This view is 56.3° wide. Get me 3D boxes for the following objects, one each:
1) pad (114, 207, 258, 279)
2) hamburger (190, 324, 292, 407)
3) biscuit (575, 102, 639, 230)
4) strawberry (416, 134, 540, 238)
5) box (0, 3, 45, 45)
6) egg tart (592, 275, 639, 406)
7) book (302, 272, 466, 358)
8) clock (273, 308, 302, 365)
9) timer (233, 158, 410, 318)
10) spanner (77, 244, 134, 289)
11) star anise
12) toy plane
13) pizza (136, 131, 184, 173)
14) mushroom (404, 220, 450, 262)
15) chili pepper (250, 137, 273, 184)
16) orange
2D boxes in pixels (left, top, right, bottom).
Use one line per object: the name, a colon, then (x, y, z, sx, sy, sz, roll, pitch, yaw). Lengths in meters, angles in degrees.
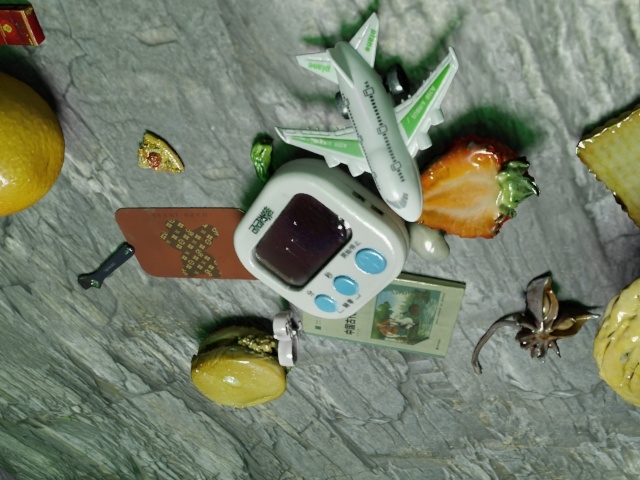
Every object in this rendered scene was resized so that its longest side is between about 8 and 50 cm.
pad: (-0.233, 0.009, 1.090, 0.267, 0.004, 0.181, 0, 133, 16)
hamburger: (-0.155, 0.251, 1.223, 0.215, 0.122, 0.189, -31, 123, 34)
biscuit: (0.467, -0.088, 0.772, 0.172, 0.029, 0.254, -31, 120, 36)
strawberry: (0.206, -0.074, 0.812, 0.140, 0.085, 0.192, 46, 138, 10)
box: (-0.433, -0.300, 0.832, 0.082, 0.023, 0.051, 6, 136, 11)
egg tart: (0.579, 0.088, 0.786, 0.444, 0.178, 0.443, 3, 139, 3)
book: (0.106, 0.128, 1.093, 0.283, 0.025, 0.214, 8, 134, 7)
clock: (-0.065, 0.181, 1.150, 0.041, 0.087, 0.129, 0, 132, 11)
timer: (0.000, 0.000, 0.926, 0.237, 0.087, 0.262, 38, 135, -5)
spanner: (-0.426, 0.055, 1.184, 0.046, 0.012, 0.209, 40, 132, -21)
star anise: (0.350, 0.158, 1.058, 0.148, 0.218, 0.227, -4, -176, -20)
toy plane: (0.076, -0.144, 0.762, 0.251, 0.101, 0.255, -19, 105, 30)
pizza: (-0.263, -0.126, 0.951, 0.078, 0.025, 0.083, -27, 122, 33)
mushroom: (0.172, -0.012, 0.914, 0.079, 0.085, 0.085, -44, 119, -5)
chili pepper: (-0.087, -0.117, 0.906, 0.034, 0.030, 0.091, -10, 137, -9)
orange: (-0.495, -0.141, 0.868, 0.237, 0.236, 0.236, 8, 135, 8)
